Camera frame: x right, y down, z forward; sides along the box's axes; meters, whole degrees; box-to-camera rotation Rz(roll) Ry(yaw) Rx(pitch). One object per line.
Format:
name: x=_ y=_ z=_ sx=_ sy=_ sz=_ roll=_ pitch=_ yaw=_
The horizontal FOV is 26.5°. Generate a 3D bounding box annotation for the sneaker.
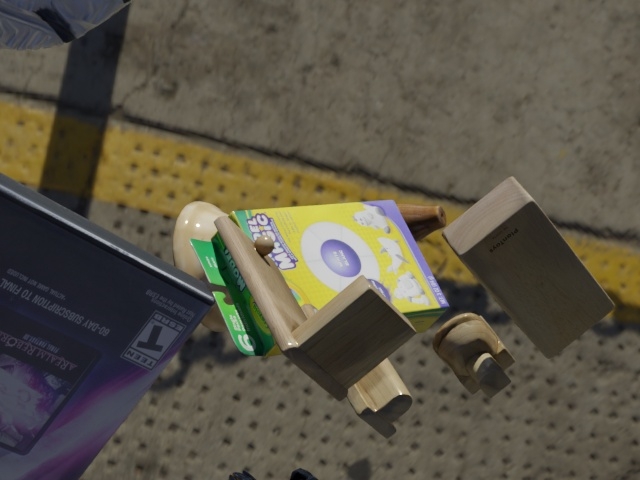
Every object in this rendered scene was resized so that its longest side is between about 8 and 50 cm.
sneaker: x=-0.168 y=-0.220 z=0.965 sx=0.235 sy=0.094 sz=0.153 roll=-22 pitch=31 yaw=8

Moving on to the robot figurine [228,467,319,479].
robot figurine: x=-0.062 y=0.317 z=1.053 sx=0.211 sy=0.291 sz=0.085 roll=-11 pitch=25 yaw=-41

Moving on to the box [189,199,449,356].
box: x=-0.001 y=0.025 z=0.995 sx=0.179 sy=0.043 sz=0.105 roll=-7 pitch=59 yaw=-37

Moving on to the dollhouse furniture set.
dollhouse furniture set: x=0.054 y=0.015 z=0.790 sx=0.151 sy=0.144 sz=0.123 roll=-40 pitch=42 yaw=6

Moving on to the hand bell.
hand bell: x=0.000 y=0.000 z=1.237 sx=0.242 sy=0.126 sz=0.126 roll=-13 pitch=62 yaw=25

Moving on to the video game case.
video game case: x=-0.209 y=0.093 z=0.692 sx=0.196 sy=0.274 sz=0.026 roll=31 pitch=11 yaw=-36
